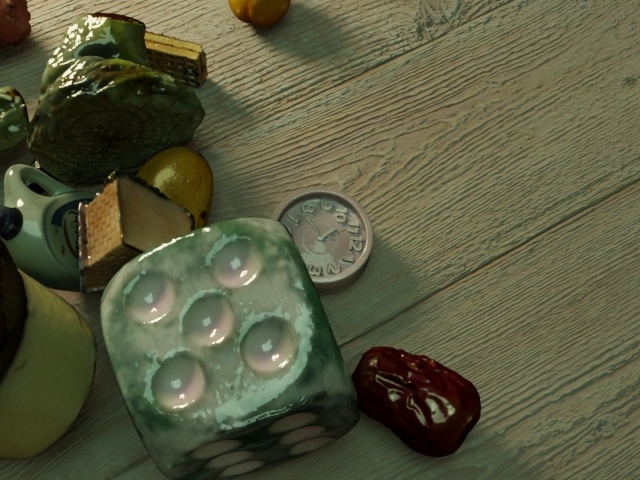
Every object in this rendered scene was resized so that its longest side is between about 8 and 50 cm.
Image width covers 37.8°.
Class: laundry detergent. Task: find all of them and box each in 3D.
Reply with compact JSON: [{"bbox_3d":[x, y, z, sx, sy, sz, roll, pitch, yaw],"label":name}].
[{"bbox_3d":[-0.479,-0.026,1.624,0.105,0.280,0.214,-22,67,22],"label":"laundry detergent"}]

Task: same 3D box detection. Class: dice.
[{"bbox_3d":[-0.141,0.188,1.510,0.331,0.328,0.348,-23,67,-3],"label":"dice"}]

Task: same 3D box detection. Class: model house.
[{"bbox_3d":[-0.329,0.009,1.583,0.172,0.183,0.166,-34,51,26],"label":"model house"}]

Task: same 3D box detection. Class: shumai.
[{"bbox_3d":[-0.403,-0.284,1.754,0.304,0.309,0.263,-34,58,31],"label":"shumai"},{"bbox_3d":[-0.690,-0.254,1.755,0.260,0.225,0.222,53,56,-23],"label":"shumai"}]

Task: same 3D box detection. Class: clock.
[{"bbox_3d":[0.000,0.000,1.759,0.197,0.068,0.196,1,67,-3],"label":"clock"}]

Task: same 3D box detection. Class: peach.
[{"bbox_3d":[-0.129,-0.511,1.940,0.138,0.138,0.138,1,67,-3],"label":"peach"}]

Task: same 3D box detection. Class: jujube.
[{"bbox_3d":[0.160,0.273,1.609,0.230,0.155,0.155,28,68,11],"label":"jujube"}]

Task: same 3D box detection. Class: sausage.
[{"bbox_3d":[-0.723,-0.452,1.868,0.280,0.152,0.152,2,67,1],"label":"sausage"}]

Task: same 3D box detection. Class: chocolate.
[{"bbox_3d":[-0.508,0.192,1.515,0.326,0.297,0.314,-40,48,25],"label":"chocolate"}]

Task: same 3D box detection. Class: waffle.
[{"bbox_3d":[-0.304,-0.366,1.878,0.148,0.102,0.042,16,63,4],"label":"waffle"}]

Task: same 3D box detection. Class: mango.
[{"bbox_3d":[-0.291,-0.052,1.735,0.157,0.109,0.262,31,80,-23],"label":"mango"}]

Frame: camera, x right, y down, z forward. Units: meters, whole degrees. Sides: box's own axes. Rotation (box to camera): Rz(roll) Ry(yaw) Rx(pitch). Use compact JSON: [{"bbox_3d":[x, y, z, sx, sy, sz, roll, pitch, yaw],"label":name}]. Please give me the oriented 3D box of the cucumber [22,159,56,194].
[{"bbox_3d":[-0.506,-0.171,1.807,0.067,0.067,0.245,26,69,8],"label":"cucumber"}]
